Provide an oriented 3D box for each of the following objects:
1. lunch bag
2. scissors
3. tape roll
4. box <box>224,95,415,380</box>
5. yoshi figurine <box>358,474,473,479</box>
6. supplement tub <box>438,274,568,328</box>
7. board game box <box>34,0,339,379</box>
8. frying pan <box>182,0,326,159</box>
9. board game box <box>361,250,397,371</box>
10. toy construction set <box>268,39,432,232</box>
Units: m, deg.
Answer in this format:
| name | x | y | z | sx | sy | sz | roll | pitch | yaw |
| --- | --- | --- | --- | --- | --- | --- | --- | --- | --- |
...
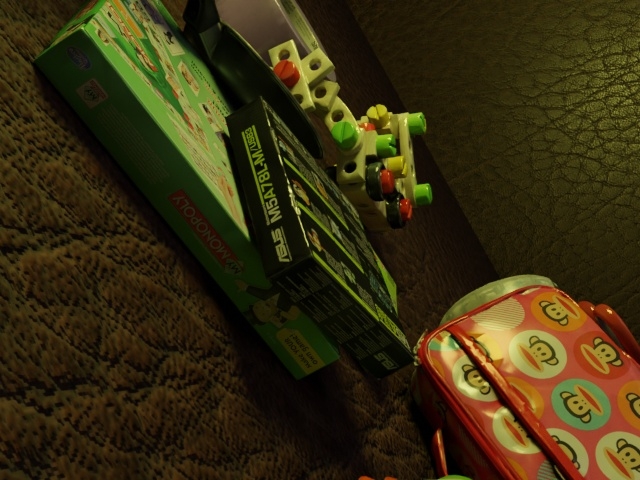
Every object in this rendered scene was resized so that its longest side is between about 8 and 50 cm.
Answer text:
| name | x | y | z | sx | sy | sz | roll | pitch | yaw |
| --- | --- | --- | --- | --- | --- | --- | --- | --- | --- |
| lunch bag | 0.236 | 0.204 | 0.986 | 0.293 | 0.258 | 0.120 | 53 | -28 | 33 |
| scissors | 0.391 | 0.191 | 1.085 | 0.297 | 0.021 | 0.109 | 58 | -6 | -15 |
| tape roll | -0.060 | -0.279 | 1.242 | 0.189 | 0.080 | 0.189 | 54 | 15 | -22 |
| box | 0.000 | 0.000 | 0.749 | 0.190 | 0.045 | 0.184 | 46 | 21 | -48 |
| yoshi figurine | 0.107 | 0.249 | 0.535 | 0.362 | 0.204 | 0.203 | -16 | 92 | -79 |
| supplement tub | 0.299 | 0.229 | 1.194 | 0.207 | 0.207 | 0.338 | 46 | 19 | -46 |
| board game box | -0.090 | -0.062 | 0.743 | 0.317 | 0.046 | 0.213 | 54 | 15 | -24 |
| frying pan | -0.074 | -0.161 | 0.822 | 0.197 | 0.053 | 0.326 | 46 | -6 | 11 |
| board game box | 0.044 | 0.058 | 0.981 | 0.092 | 0.043 | 0.181 | 56 | 14 | -15 |
| toy construction set | 0.053 | -0.128 | 1.179 | 0.328 | 0.151 | 0.215 | 28 | 58 | -52 |
